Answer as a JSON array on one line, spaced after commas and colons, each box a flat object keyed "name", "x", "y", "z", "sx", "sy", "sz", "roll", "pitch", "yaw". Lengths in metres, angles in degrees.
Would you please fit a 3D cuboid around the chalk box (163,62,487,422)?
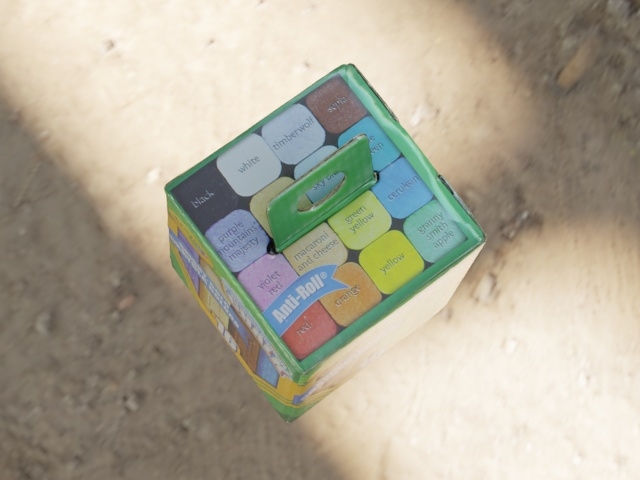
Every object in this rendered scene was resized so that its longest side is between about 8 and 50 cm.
[{"name": "chalk box", "x": 0.000, "y": 0.000, "z": 1.427, "sx": 0.180, "sy": 0.289, "sz": 0.179, "roll": -35, "pitch": 81, "yaw": -11}]
